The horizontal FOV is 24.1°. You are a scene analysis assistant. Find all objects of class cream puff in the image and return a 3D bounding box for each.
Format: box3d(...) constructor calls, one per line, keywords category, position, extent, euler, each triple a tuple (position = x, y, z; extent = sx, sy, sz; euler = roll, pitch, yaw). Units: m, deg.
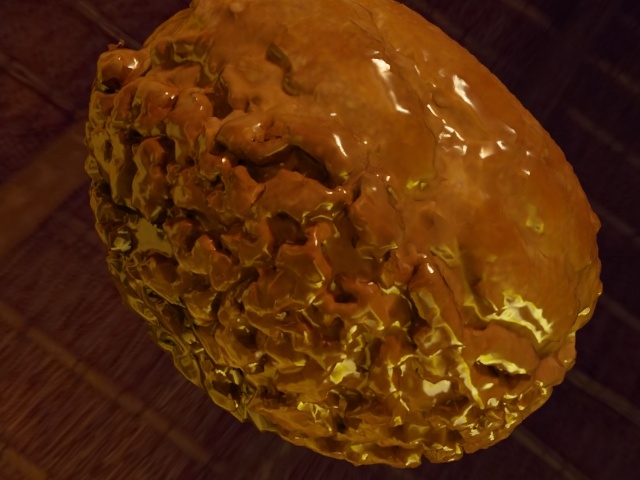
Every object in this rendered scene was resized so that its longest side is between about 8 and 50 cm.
box3d(category="cream puff", position=(0.000, 0.000, 0.903), extent=(0.327, 0.343, 0.231), euler=(42, -101, 11))
